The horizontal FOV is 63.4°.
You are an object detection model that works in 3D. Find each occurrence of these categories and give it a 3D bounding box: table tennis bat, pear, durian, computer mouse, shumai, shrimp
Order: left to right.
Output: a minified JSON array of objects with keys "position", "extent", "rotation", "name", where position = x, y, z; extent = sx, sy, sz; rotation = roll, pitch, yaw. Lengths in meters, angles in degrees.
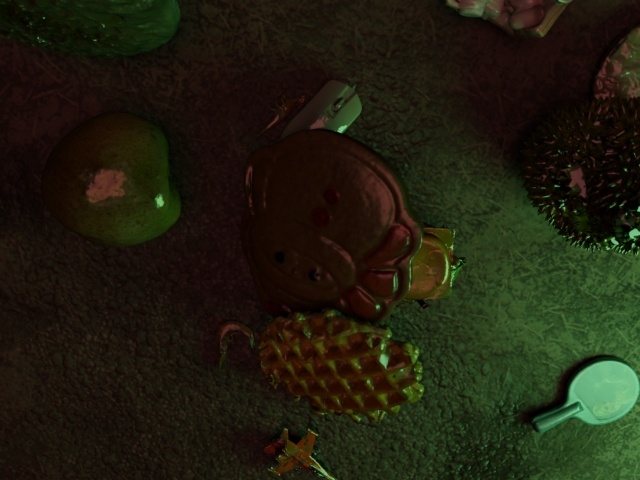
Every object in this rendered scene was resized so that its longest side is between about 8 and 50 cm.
[{"position":[-0.383,-0.459,0.740],"extent":[0.398,0.324,0.322],"rotation":[6,86,26],"name":"shumai"},{"position":[-0.357,-0.100,0.887],"extent":[0.212,0.188,0.228],"rotation":[-10,105,-9],"name":"pear"},{"position":[-0.177,0.220,1.060],"extent":[0.083,0.023,0.114],"rotation":[13,101,-6],"name":"shrimp"},{"position":[0.003,-0.210,0.926],"extent":[0.089,0.056,0.181],"rotation":[41,101,-14],"name":"computer mouse"},{"position":[0.549,0.334,1.080],"extent":[0.237,0.038,0.149],"rotation":[-29,104,5],"name":"table tennis bat"},{"position":[0.490,-0.114,0.861],"extent":[0.225,0.291,0.290],"rotation":[-28,107,-35],"name":"durian"}]

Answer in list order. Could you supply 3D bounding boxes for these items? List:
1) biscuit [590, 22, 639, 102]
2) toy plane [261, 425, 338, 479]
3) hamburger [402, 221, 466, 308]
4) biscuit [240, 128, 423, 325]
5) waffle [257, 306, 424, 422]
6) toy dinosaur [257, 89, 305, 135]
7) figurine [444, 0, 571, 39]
[{"position":[0.556,-0.301,0.909],"extent":[0.133,0.032,0.249],"rotation":[31,103,-8],"name":"biscuit"},{"position":[-0.031,0.469,1.113],"extent":[0.188,0.062,0.135],"rotation":[35,103,-23],"name":"toy plane"},{"position":[0.173,0.037,0.971],"extent":[0.190,0.093,0.163],"rotation":[11,107,-1],"name":"hamburger"},{"position":[0.000,0.000,0.927],"extent":[0.359,0.074,0.380],"rotation":[30,114,13],"name":"biscuit"},{"position":[0.034,0.246,0.981],"extent":[0.325,0.068,0.302],"rotation":[22,134,4],"name":"waffle"},{"position":[-0.076,-0.234,0.932],"extent":[0.113,0.026,0.041],"rotation":[-36,120,0],"name":"toy dinosaur"},{"position":[0.276,-0.425,0.820],"extent":[0.237,0.141,0.162],"rotation":[37,97,-9],"name":"figurine"}]
